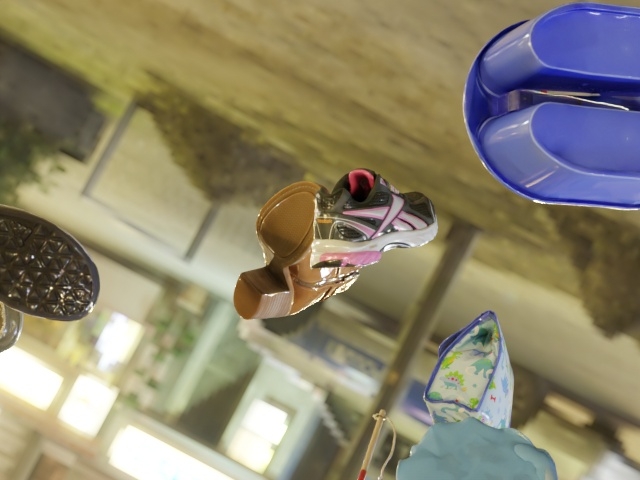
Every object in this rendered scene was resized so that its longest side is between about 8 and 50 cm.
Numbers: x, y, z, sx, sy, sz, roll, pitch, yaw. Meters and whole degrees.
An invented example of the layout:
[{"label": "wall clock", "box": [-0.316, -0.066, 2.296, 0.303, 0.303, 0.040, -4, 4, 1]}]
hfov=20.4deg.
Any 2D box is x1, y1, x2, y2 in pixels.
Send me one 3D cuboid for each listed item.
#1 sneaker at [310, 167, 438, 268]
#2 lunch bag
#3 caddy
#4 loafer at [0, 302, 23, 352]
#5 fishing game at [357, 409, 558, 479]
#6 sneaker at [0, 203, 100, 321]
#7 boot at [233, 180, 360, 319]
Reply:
[{"label": "sneaker", "box": [0.050, -0.029, 1.568, 0.072, 0.077, 0.178, 0, -168, 26]}, {"label": "lunch bag", "box": [0.196, 0.181, 2.225, 0.096, 0.151, 0.129, 13, 146, 25]}, {"label": "caddy", "box": [0.352, -0.167, 2.245, 0.341, 0.241, 0.179, 4, 171, -16]}, {"label": "loafer", "box": [-0.497, 0.097, 2.245, 0.251, 0.094, 0.087, 3, 176, 17]}, {"label": "fishing game", "box": [0.171, 0.271, 1.936, 0.264, 0.189, 0.041, 15, 135, 5]}, {"label": "sneaker", "box": [-0.301, 0.000, 1.597, 0.234, 0.084, 0.097, 25, 179, 2]}, {"label": "boot", "box": [0.000, 0.000, 1.888, 0.152, 0.197, 0.073, -13, -122, -42]}]
